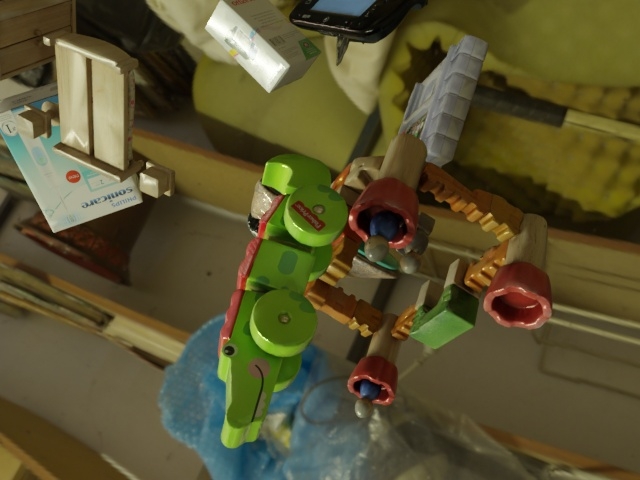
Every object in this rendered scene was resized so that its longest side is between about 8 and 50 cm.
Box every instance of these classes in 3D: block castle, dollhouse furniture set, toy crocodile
[{"bbox_3d":[0.092,0.083,1.005,0.303,0.212,0.453,32,141,-11],"label":"block castle"},{"bbox_3d":[-0.333,-0.285,1.035,0.356,0.174,0.303,25,129,14],"label":"dollhouse furniture set"},{"bbox_3d":[-0.048,0.046,0.705,0.105,0.340,0.115,17,149,-1],"label":"toy crocodile"}]

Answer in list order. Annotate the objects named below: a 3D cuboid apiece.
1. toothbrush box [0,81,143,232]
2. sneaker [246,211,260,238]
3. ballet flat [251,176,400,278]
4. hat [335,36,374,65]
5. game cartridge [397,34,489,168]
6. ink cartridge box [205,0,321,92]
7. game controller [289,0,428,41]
[{"bbox_3d":[-0.557,-0.197,1.504,0.126,0.217,0.295,-121,14,-57],"label":"toothbrush box"},{"bbox_3d":[-0.081,0.007,1.632,0.234,0.078,0.106,34,164,-7],"label":"sneaker"},{"bbox_3d":[0.000,0.000,1.220,0.316,0.106,0.108,37,-157,18],"label":"ballet flat"},{"bbox_3d":[0.124,-0.608,1.721,0.134,0.331,0.331,8,165,-4],"label":"hat"},{"bbox_3d":[0.206,-0.229,1.295,0.068,0.230,0.355,23,174,-5],"label":"game cartridge"},{"bbox_3d":[-0.128,-0.453,1.509,0.212,0.154,0.093,46,129,1],"label":"ink cartridge box"},{"bbox_3d":[0.064,-0.430,1.199,0.319,0.166,0.067,34,159,54],"label":"game controller"}]
